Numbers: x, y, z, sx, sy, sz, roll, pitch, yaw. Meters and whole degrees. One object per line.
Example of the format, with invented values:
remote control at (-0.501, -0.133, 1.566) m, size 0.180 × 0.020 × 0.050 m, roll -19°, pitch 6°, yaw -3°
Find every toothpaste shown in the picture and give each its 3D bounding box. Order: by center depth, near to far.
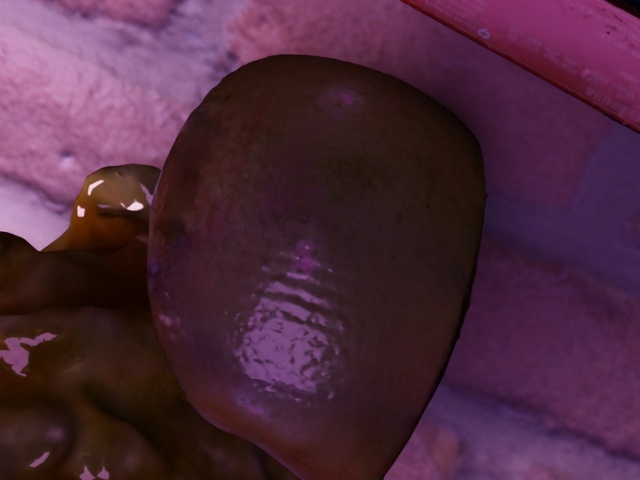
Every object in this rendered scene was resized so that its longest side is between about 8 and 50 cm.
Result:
toothpaste at (0.088, -0.166, 0.943) m, size 0.320 × 0.076 × 0.066 m, roll 30°, pitch 112°, yaw 3°

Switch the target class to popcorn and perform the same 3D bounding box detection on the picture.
popcorn at (-0.154, 0.131, 0.989) m, size 0.274 × 0.335 × 0.279 m, roll 51°, pitch 121°, yaw 7°

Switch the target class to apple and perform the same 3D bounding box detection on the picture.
apple at (0.000, 0.000, 0.911) m, size 0.193 × 0.265 × 0.120 m, roll 25°, pitch 155°, yaw -20°
